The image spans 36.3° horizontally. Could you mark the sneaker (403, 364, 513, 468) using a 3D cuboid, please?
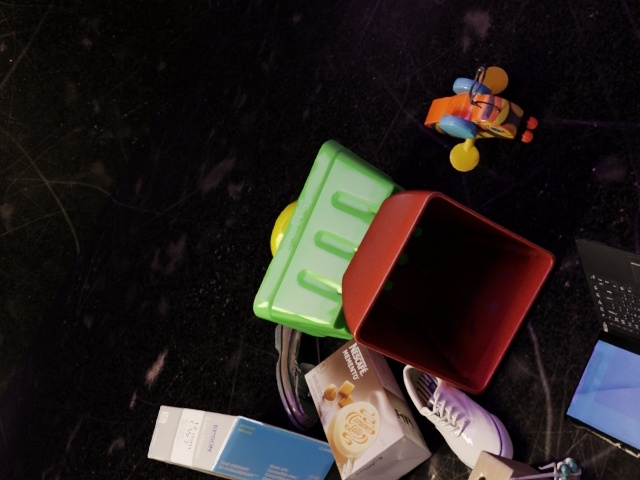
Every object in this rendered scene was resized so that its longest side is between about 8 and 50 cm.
[{"bbox_3d":[0.214,0.292,1.608,0.094,0.091,0.258,-59,35,9],"label":"sneaker"}]

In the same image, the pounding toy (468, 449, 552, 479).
[{"bbox_3d":[0.255,0.394,1.461,0.100,0.130,0.141,26,91,55],"label":"pounding toy"}]

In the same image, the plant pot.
[{"bbox_3d":[0.183,0.063,1.664,0.267,0.267,0.236,-62,23,4],"label":"plant pot"}]

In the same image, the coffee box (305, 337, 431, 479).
[{"bbox_3d":[0.081,0.310,1.745,0.141,0.098,0.246,-38,42,14],"label":"coffee box"}]

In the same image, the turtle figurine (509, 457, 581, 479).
[{"bbox_3d":[0.337,0.379,1.339,0.234,0.118,0.175,14,99,24],"label":"turtle figurine"}]

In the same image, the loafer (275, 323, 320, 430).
[{"bbox_3d":[-0.034,0.253,1.958,0.084,0.096,0.268,-34,41,20],"label":"loafer"}]

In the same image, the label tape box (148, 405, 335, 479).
[{"bbox_3d":[-0.129,0.405,1.848,0.347,0.249,0.115,-3,68,52],"label":"label tape box"}]

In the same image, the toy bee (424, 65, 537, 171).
[{"bbox_3d":[0.300,-0.214,1.777,0.298,0.162,0.195,-97,31,-72],"label":"toy bee"}]

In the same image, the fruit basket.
[{"bbox_3d":[0.000,0.000,1.940,0.392,0.283,0.392,-12,68,31],"label":"fruit basket"}]

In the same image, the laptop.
[{"bbox_3d":[0.434,0.157,1.364,0.136,0.264,0.234,-35,29,-22],"label":"laptop"}]
